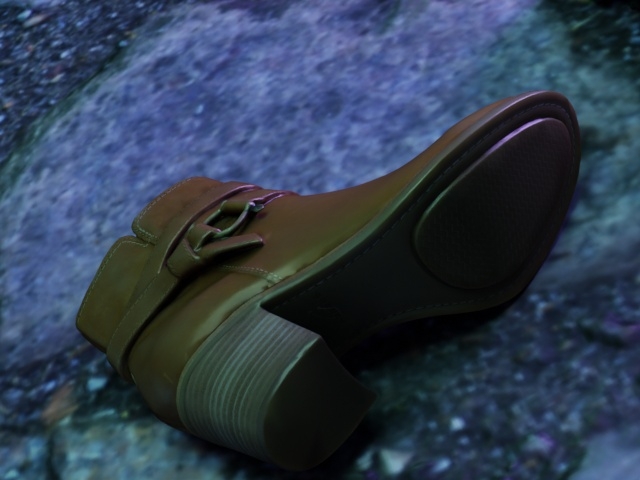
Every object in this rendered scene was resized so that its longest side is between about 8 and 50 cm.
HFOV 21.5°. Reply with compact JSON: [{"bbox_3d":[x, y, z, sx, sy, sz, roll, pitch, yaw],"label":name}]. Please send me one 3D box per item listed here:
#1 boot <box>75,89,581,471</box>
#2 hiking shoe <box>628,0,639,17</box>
[{"bbox_3d":[0.000,0.000,0.986,0.283,0.109,0.220,-50,37,-14],"label":"boot"},{"bbox_3d":[0.232,-0.191,1.051,0.114,0.086,0.227,-37,36,-4],"label":"hiking shoe"}]
